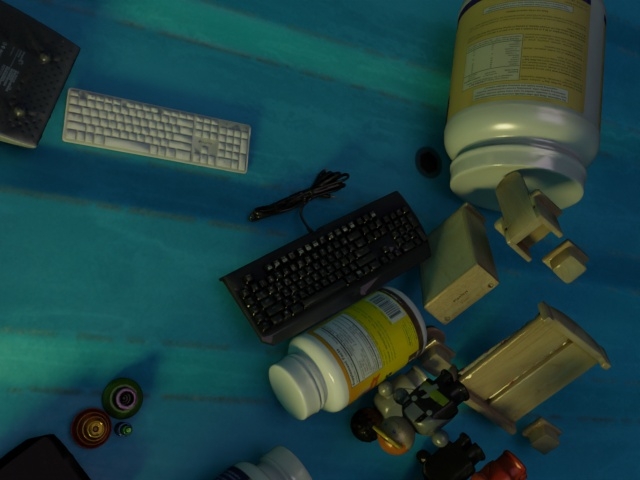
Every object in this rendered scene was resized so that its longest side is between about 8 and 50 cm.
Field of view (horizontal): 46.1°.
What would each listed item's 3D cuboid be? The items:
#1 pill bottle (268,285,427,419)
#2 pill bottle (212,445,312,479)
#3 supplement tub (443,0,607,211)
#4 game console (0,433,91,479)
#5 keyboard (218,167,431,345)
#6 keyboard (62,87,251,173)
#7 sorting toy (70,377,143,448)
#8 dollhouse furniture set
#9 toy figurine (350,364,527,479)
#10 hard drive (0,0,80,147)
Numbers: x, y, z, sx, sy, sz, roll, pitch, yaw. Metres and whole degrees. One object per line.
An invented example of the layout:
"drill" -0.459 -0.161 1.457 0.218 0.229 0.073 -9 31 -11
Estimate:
"pill bottle" 0.037 0.157 1.043 0.215 0.117 0.117 -28 93 -30
"pill bottle" -0.101 0.343 0.932 0.186 0.112 0.112 -32 96 -30
"supplement tub" 0.327 -0.232 1.212 0.241 0.241 0.331 18 72 -25
"game console" -0.290 0.417 0.853 0.213 0.044 0.361 -39 100 -29
"keyboard" 0.000 0.000 1.074 0.317 0.033 0.201 -27 72 -29
"keyboard" -0.216 -0.147 1.027 0.256 0.014 0.072 8 76 -27
"sorting toy" -0.252 0.214 0.916 0.102 0.042 0.061 -45 102 -28
"dollhouse furniture set" 0.325 0.110 1.154 0.355 0.303 0.174 37 27 -19
"toy figurine" 0.147 0.287 1.027 0.148 0.213 0.209 -38 95 -13
"hard drive" -0.436 -0.221 0.891 0.254 0.054 0.172 25 63 -23
